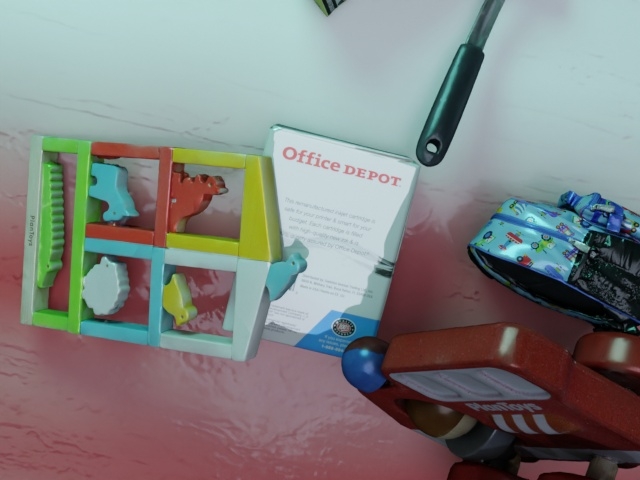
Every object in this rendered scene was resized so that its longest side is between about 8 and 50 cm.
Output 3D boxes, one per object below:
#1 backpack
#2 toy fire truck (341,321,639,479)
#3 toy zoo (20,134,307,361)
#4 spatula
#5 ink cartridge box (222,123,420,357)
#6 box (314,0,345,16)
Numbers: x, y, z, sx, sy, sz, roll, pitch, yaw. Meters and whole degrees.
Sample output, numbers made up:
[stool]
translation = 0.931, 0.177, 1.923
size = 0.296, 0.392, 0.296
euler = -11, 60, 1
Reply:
[backpack]
translation = 0.233, 0.011, 0.997
size = 0.173, 0.158, 0.116
euler = 24, 89, 8
[toy fire truck]
translation = 0.157, 0.144, 0.933
size = 0.254, 0.302, 0.169
euler = 31, 69, -24
[toy zoo]
translation = -0.150, 0.006, 0.994
size = 0.293, 0.030, 0.192
euler = 6, 96, 20
[spatula]
translation = 0.157, -0.206, 0.994
size = 0.084, 0.030, 0.296
euler = 23, 88, -4
[ink cartridge box]
translation = 0.000, 0.000, 1.021
size = 0.148, 0.086, 0.203
euler = 14, 99, -2
[box]
translation = 0.077, -0.309, 0.973
size = 0.232, 0.087, 0.058
euler = -39, 87, 4
